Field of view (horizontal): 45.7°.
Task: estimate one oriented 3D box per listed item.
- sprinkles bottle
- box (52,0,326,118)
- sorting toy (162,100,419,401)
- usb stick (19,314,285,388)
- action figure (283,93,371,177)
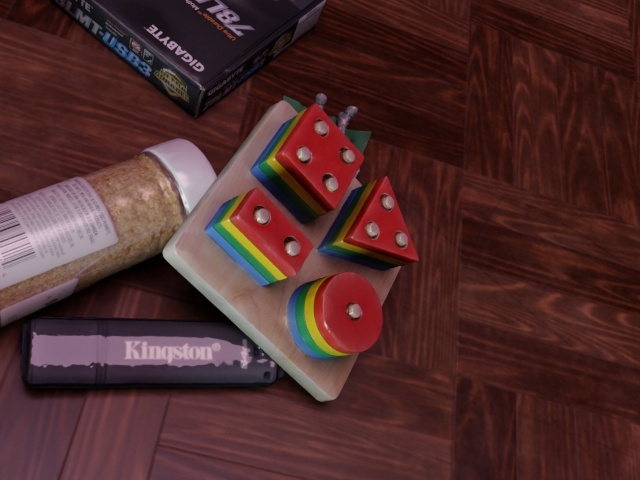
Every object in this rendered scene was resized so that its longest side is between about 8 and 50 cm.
[{"bbox_3d":[-0.278,0.001,0.798,0.355,0.121,0.121,-26,72,-31],"label":"sprinkles bottle"},{"bbox_3d":[-0.187,-0.353,1.083,0.295,0.073,0.293,39,54,6],"label":"box"},{"bbox_3d":[0.000,0.000,0.854,0.255,0.089,0.257,46,51,-21],"label":"sorting toy"},{"bbox_3d":[-0.174,0.120,0.811,0.278,0.045,0.077,4,63,-20],"label":"usb stick"},{"bbox_3d":[0.002,-0.085,0.998,0.137,0.063,0.232,17,59,-14],"label":"action figure"}]
